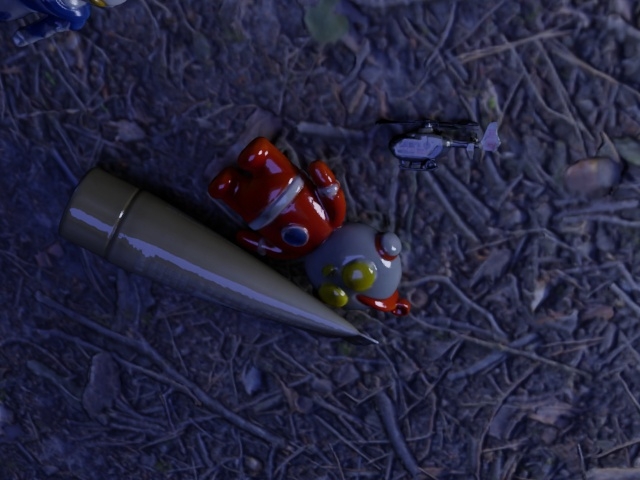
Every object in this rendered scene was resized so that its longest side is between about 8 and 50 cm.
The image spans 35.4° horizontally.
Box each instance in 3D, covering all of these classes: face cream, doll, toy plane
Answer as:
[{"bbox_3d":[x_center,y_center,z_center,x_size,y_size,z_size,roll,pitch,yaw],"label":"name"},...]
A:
[{"bbox_3d":[-0.103,0.035,1.052,0.341,0.137,0.084,27,80,-4],"label":"face cream"},{"bbox_3d":[-0.262,-0.238,0.933,0.227,0.057,0.114,-3,118,15],"label":"doll"},{"bbox_3d":[0.112,-0.094,0.966,0.120,0.031,0.049,4,114,12],"label":"toy plane"},{"bbox_3d":[0.000,0.000,1.023,0.245,0.076,0.142,43,129,-12],"label":"doll"}]
